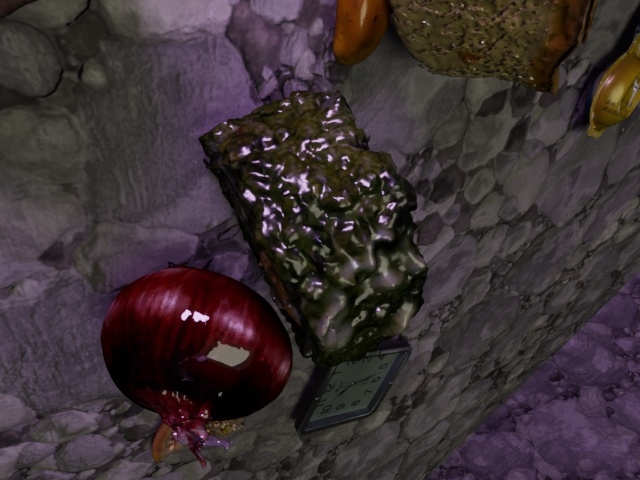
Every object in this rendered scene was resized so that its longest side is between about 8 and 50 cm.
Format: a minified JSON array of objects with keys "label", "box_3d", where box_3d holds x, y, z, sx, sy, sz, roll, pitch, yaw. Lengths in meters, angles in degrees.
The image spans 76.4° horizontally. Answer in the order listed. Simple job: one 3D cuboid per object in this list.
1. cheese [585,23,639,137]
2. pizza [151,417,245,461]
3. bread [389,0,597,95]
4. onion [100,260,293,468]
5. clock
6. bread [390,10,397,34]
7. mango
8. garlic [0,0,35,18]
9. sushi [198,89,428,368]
[{"label":"cheese","box_3d":[0.654,-0.353,0.868,0.177,0.069,0.270,-2,120,-35]},{"label":"pizza","box_3d":[-0.235,0.384,0.833,0.195,0.052,0.185,13,117,-41]},{"label":"bread","box_3d":[0.196,-0.368,0.419,0.315,0.248,0.279,42,63,-66]},{"label":"onion","box_3d":[-0.173,0.177,0.564,0.273,0.285,0.273,0,134,0]},{"label":"clock","box_3d":[0.085,0.367,1.040,0.279,0.049,0.273,5,118,-37]},{"label":"bread","box_3d":[0.175,-0.328,0.531,0.077,0.105,0.152,22,107,-36]},{"label":"mango","box_3d":[0.051,-0.280,0.514,0.080,0.060,0.114,-8,126,-50]},{"label":"garlic","box_3d":[-0.272,-0.255,0.251,0.245,0.160,0.245,-6,107,-21]},{"label":"sushi","box_3d":[0.000,0.000,0.529,0.178,0.294,0.352,-27,137,-10]}]
